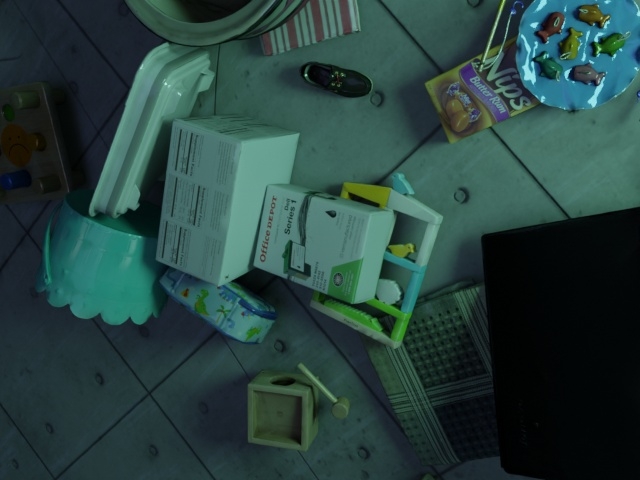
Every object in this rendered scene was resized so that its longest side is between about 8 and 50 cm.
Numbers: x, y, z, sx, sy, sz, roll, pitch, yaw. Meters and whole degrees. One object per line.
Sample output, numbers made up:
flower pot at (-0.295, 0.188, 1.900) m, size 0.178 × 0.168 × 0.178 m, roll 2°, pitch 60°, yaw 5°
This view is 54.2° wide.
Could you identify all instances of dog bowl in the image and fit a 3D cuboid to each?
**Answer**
dog bowl at (-0.156, -0.522, 1.036) m, size 0.407 × 0.150 × 0.408 m, roll 5°, pitch 100°, yaw 26°

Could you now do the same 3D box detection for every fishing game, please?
fishing game at (0.372, -0.280, 0.889) m, size 0.264 × 0.041 × 0.189 m, roll 23°, pitch 101°, yaw 5°

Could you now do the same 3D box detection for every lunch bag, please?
lunch bag at (-0.196, 0.115, 1.233) m, size 0.219 × 0.176 × 0.090 m, roll 32°, pitch 87°, yaw 17°

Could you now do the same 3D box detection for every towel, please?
towel at (-0.028, -0.413, 1.093) m, size 0.197 × 0.029 × 0.144 m, roll -6°, pitch 98°, yaw 27°
towel at (0.255, 0.240, 1.124) m, size 0.312 × 0.056 × 0.324 m, roll -22°, pitch 95°, yaw 32°

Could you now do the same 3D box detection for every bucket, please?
bucket at (-0.416, 0.025, 1.262) m, size 0.281 × 0.281 × 0.183 m, roll 26°, pitch 105°, yaw 17°

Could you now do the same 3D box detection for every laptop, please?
laptop at (0.486, 0.153, 0.915) m, size 0.407 × 0.236 × 0.382 m, roll -3°, pitch 83°, yaw -5°

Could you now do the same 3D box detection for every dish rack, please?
dish rack at (-0.297, -0.202, 1.150) m, size 0.072 × 0.285 × 0.333 m, roll 28°, pitch 116°, yaw -6°

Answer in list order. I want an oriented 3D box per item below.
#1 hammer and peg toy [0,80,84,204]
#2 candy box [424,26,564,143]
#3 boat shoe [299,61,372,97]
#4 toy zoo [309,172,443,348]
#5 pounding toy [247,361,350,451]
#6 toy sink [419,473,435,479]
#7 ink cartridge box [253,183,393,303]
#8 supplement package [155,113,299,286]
hammer and peg toy at (-0.715, -0.203, 1.423) m, size 0.361 × 0.127 × 0.266 m, roll -4°, pitch 104°, yaw 27°
candy box at (0.271, -0.239, 0.979) m, size 0.186 × 0.053 × 0.109 m, roll -23°, pitch 92°, yaw 27°
boat shoe at (0.026, -0.280, 1.093) m, size 0.133 × 0.042 × 0.049 m, roll 20°, pitch 109°, yaw 18°
toy zoo at (0.099, 0.020, 1.115) m, size 0.192 × 0.030 × 0.293 m, roll 23°, pitch 106°, yaw 29°
pounding toy at (-0.035, 0.317, 1.258) m, size 0.206 × 0.094 × 0.181 m, roll 4°, pitch 100°, yaw 15°
toy sink at (0.187, 0.546, 1.172) m, size 0.131 × 0.153 × 0.234 m, roll 49°, pitch 119°, yaw 7°
ink cartridge box at (0.000, 0.000, 1.103) m, size 0.219 × 0.092 × 0.160 m, roll 17°, pitch 103°, yaw 30°
supplement package at (-0.167, -0.083, 1.145) m, size 0.145 × 0.204 × 0.262 m, roll 21°, pitch 112°, yaw 20°
